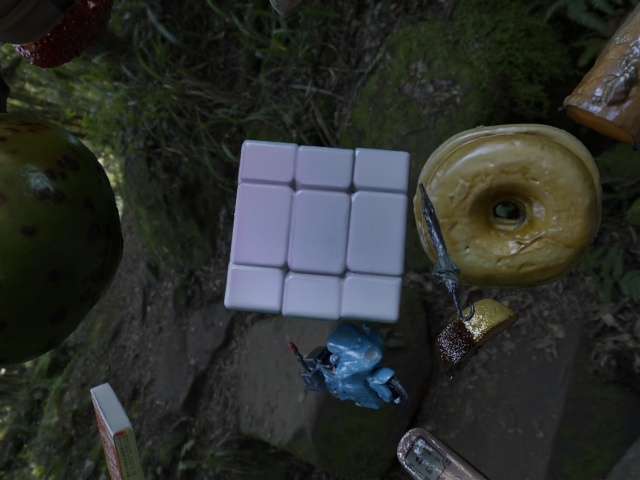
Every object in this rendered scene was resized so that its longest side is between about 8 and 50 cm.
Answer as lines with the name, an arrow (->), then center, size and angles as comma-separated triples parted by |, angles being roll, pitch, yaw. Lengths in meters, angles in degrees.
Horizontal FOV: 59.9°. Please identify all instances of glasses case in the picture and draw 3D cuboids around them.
glasses case -> 0.334, 0.608, 1.413 | 0.314, 0.075, 0.122 | 35, 99, 30

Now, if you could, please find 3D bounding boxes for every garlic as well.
garlic -> -0.077, -0.639, 1.347 | 0.099, 0.124, 0.174 | -118, 6, -53

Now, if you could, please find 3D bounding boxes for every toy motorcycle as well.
toy motorcycle -> 0.052, 0.249, 1.089 | 0.124, 0.182, 0.272 | -39, 11, -31

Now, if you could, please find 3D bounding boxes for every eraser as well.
eraser -> -0.325, 0.370, 0.916 | 0.157, 0.038, 0.230 | 21, 122, 54

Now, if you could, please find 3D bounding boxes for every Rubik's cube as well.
Rubik's cube -> 0.000, 0.000, 1.126 | 0.322, 0.316, 0.318 | 76, -162, -82

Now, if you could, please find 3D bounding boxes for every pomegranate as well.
pomegranate -> -0.296, -0.005, 0.537 | 0.286, 0.231, 0.230 | -164, 88, -83

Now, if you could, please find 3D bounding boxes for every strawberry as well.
strawberry -> -0.654, -0.585, 1.357 | 0.257, 0.261, 0.260 | -48, 33, 46

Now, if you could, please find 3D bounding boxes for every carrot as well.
carrot -> 0.378, -0.225, 0.595 | 0.263, 0.102, 0.102 | -55, 24, 11

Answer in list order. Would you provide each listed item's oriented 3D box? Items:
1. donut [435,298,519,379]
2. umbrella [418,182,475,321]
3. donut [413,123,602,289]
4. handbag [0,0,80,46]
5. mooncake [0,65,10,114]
donut -> 0.343, 0.207, 1.260 | 0.217, 0.141, 0.085 | -40, 61, 2
umbrella -> 0.175, 0.012, 0.844 | 0.044, 0.044, 0.268 | -47, 38, 34
donut -> 0.453, -0.080, 1.362 | 0.198, 0.449, 0.448 | -52, -17, -71
handbag -> -0.497, -0.408, 0.819 | 0.302, 0.149, 0.283 | 37, 84, 27
mooncake -> -0.732, -0.284, 0.965 | 0.187, 0.324, 0.323 | 54, 132, 33
